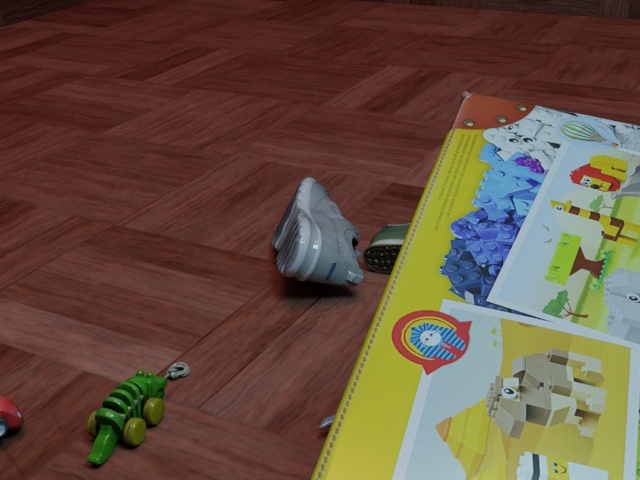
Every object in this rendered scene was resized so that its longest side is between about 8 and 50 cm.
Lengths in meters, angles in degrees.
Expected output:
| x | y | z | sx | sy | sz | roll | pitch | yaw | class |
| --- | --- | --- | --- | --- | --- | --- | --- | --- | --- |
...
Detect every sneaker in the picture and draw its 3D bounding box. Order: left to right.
| x | y | z | sx | sy | sz | roll | pitch | yaw | class |
| --- | --- | --- | --- | --- | --- | --- | --- | --- | --- |
| 0.000 | 0.000 | 1.284 | 0.115 | 0.105 | 0.281 | 25 | 21 | -11 | sneaker |
| 0.161 | 0.005 | 1.252 | 0.192 | 0.064 | 0.086 | 3 | 31 | 18 | sneaker |

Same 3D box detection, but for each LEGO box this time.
| x | y | z | sx | sy | sz | roll | pitch | yaw | class |
| --- | --- | --- | --- | --- | --- | --- | --- | --- | --- |
| 0.204 | 0.145 | 0.555 | 0.372 | 0.193 | 0.500 | 13 | 42 | 12 | LEGO box |

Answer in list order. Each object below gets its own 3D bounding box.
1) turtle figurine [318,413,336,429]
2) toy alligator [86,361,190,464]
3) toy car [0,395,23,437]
| x | y | z | sx | sy | sz | roll | pitch | yaw | class |
| --- | --- | --- | --- | --- | --- | --- | --- | --- | --- |
| 0.178 | 0.094 | 0.923 | 0.275 | 0.198 | 0.266 | 15 | 32 | 25 | turtle figurine |
| -0.197 | 0.166 | 0.977 | 0.056 | 0.051 | 0.189 | 8 | 28 | 20 | toy alligator |
| -0.439 | 0.191 | 0.885 | 0.239 | 0.053 | 0.225 | -2 | 9 | 2 | toy car |
